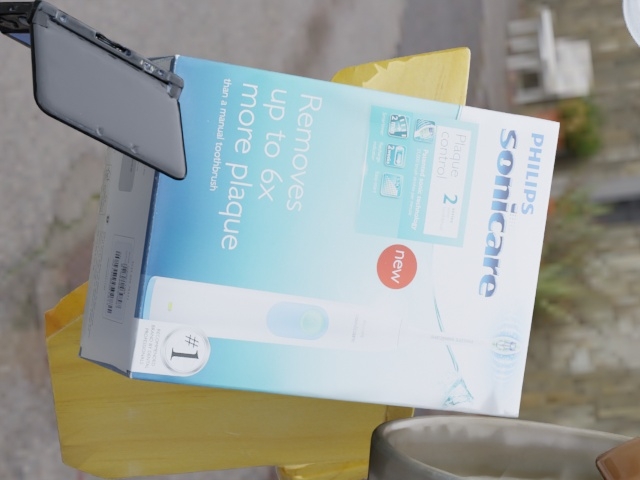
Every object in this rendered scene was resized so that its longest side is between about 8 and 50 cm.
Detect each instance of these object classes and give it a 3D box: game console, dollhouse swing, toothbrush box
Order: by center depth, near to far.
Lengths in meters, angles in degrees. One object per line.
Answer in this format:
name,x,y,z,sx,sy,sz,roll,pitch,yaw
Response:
game console,-0.147,-0.091,1.133,0.122,0.107,0.071,28,75,-42
toothbrush box,0.000,0.000,1.302,0.126,0.295,0.216,9,-90,65
dollhouse swing,-0.052,0.027,1.600,0.347,0.305,0.315,95,4,-57

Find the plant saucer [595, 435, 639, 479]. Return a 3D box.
plant saucer,0.207,0.065,0.730,0.200,0.200,0.037,23,44,-74

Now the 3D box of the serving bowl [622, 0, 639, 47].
serving bowl,0.218,-0.144,1.089,0.027,0.083,0.083,-81,160,-63

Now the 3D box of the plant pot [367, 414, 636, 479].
plant pot,0.180,0.299,1.377,0.323,0.323,0.280,-12,110,-76
